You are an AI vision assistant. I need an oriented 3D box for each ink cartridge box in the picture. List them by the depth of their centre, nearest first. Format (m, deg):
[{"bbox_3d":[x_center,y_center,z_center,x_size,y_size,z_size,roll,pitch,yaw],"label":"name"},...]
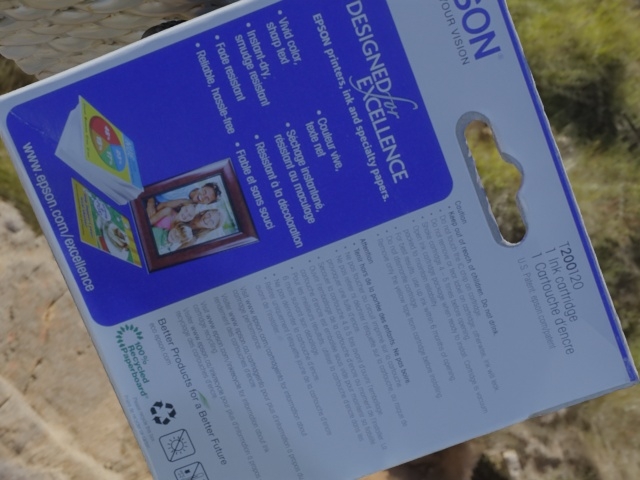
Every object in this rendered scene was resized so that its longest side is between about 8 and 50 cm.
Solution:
[{"bbox_3d":[0.000,0.000,0.479,0.208,0.045,0.206,-20,101,6],"label":"ink cartridge box"}]

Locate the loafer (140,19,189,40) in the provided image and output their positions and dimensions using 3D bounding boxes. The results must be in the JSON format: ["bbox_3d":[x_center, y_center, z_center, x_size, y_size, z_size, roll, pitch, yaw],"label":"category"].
[{"bbox_3d":[-0.014,-0.071,0.790,0.269,0.102,0.092,18,104,-39],"label":"loafer"}]

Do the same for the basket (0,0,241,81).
[{"bbox_3d":[-0.108,-0.269,0.824,0.332,0.328,0.266,0,79,19],"label":"basket"}]
